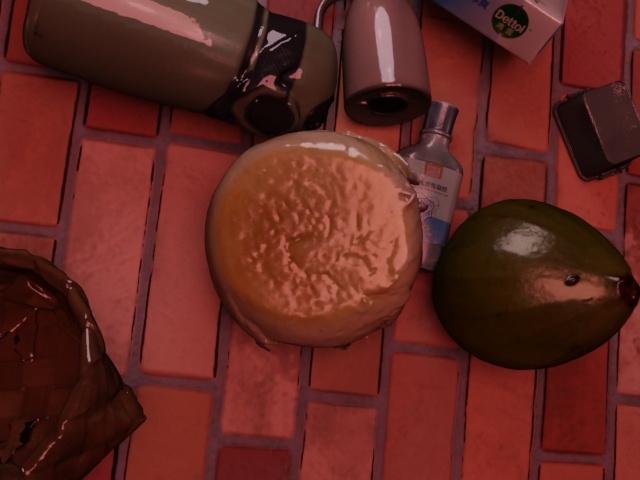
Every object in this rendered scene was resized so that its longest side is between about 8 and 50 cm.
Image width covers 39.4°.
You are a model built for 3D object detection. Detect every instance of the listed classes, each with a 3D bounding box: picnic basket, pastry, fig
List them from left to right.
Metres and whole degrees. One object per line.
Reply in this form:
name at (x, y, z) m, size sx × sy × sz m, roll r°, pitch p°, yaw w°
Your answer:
picnic basket at (-0.370, 0.133, 0.816) m, size 0.337 × 0.337 × 0.293 m, roll -43°, pitch 61°, yaw -14°
pastry at (-0.002, 0.001, 1.005) m, size 0.264 × 0.133 × 0.265 m, roll -1°, pitch 84°, yaw 5°
fig at (0.252, 0.049, 1.027) m, size 0.203 × 0.225 × 0.203 m, roll 3°, pitch 85°, yaw -36°

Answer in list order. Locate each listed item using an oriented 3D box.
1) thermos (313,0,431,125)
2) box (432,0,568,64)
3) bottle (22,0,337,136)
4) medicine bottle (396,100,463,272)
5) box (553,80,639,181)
thermos at (0.058, -0.248, 1.093) m, size 0.137 × 0.105 × 0.193 m, roll -6°, pitch 72°, yaw 8°
box at (0.209, -0.325, 1.113) m, size 0.194 × 0.073 × 0.139 m, roll 32°, pitch 41°, yaw -5°
bottle at (-0.147, -0.225, 1.013) m, size 0.347 × 0.168 × 0.168 m, roll 19°, pitch 79°, yaw -11°
medicine bottle at (0.127, -0.068, 1.100) m, size 0.090 × 0.054 × 0.209 m, roll 16°, pitch 81°, yaw -6°
box at (0.366, -0.144, 1.151) m, size 0.084 × 0.069 × 0.122 m, roll -21°, pitch 87°, yaw -15°
